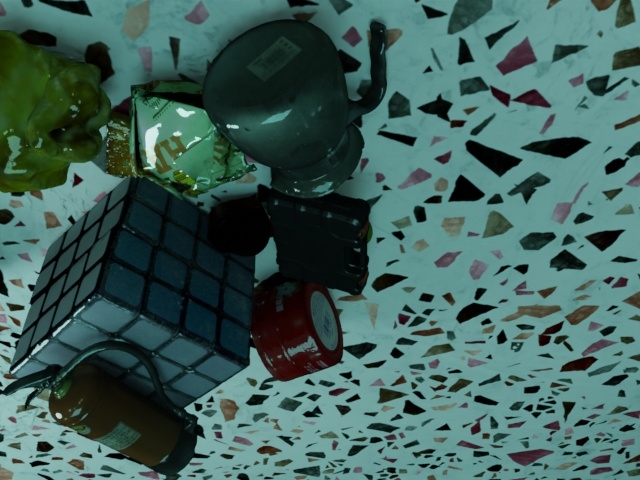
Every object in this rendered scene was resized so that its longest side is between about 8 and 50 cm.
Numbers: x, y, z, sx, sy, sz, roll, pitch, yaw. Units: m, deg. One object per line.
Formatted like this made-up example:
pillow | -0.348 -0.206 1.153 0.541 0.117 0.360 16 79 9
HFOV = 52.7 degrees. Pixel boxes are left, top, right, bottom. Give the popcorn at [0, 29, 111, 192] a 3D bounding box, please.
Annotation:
popcorn | -0.484 -0.201 1.063 0.277 0.225 0.276 0 139 0

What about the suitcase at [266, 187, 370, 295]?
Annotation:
suitcase | 0.000 0.000 1.338 0.207 0.066 0.285 14 147 14

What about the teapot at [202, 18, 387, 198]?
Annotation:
teapot | -0.025 -0.228 1.100 0.224 0.305 0.285 11 154 29

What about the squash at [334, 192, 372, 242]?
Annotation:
squash | 0.036 -0.058 1.355 0.066 0.066 0.201 -35 120 29

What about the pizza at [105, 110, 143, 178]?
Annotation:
pizza | -0.357 -0.169 1.232 0.178 0.041 0.131 30 121 -31

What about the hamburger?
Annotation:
hamburger | -0.222 -0.173 1.145 0.235 0.125 0.214 6 127 4

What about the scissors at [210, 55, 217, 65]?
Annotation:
scissors | -0.090 -0.235 1.178 0.109 0.022 0.300 -41 135 0

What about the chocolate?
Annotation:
chocolate | -0.172 -0.042 1.339 0.149 0.080 0.125 14 121 -40

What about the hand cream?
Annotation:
hand cream | -0.051 0.204 1.502 0.150 0.230 0.230 -19 133 16

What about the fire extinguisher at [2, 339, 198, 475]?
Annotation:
fire extinguisher | -0.371 0.296 1.208 0.200 0.113 0.376 -53 130 -10

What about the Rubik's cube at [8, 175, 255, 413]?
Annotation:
Rubik's cube | -0.364 0.130 1.329 0.345 0.337 0.344 33 126 -32
